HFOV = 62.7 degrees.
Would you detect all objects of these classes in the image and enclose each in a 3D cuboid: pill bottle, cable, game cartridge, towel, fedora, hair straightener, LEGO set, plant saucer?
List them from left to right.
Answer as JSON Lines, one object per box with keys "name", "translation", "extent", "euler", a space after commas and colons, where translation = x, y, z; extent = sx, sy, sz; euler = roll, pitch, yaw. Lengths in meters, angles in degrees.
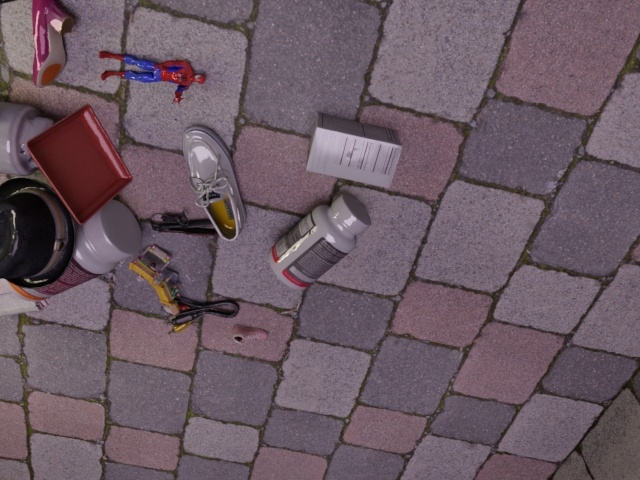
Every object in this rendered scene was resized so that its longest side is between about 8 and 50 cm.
{"name": "towel", "translation": [-1.108, 0.130, 1.754], "extent": [0.332, 0.053, 0.317], "euler": [-9, 124, 33]}
{"name": "fedora", "translation": [-0.857, -0.008, 1.463], "extent": [0.334, 0.152, 0.334], "euler": [2, 101, 11]}
{"name": "pill bottle", "translation": [-0.780, 0.028, 1.651], "extent": [0.392, 0.224, 0.224], "euler": [-21, 119, 15]}
{"name": "plant saucer", "translation": [-0.682, -0.215, 1.487], "extent": [0.048, 0.259, 0.258], "euler": [-6, 124, 26]}
{"name": "LEGO set", "translation": [-0.543, 0.119, 1.778], "extent": [0.132, 0.107, 0.287], "euler": [-18, 119, 48]}
{"name": "game cartridge", "translation": [-0.531, 0.137, 1.836], "extent": [0.056, 0.017, 0.083], "euler": [29, 119, -12]}
{"name": "hair straightener", "translation": [-0.449, -0.064, 1.697], "extent": [0.230, 0.047, 0.089], "euler": [5, 122, 3]}
{"name": "cable", "translation": [-0.442, 0.245, 1.896], "extent": [0.287, 0.072, 0.139], "euler": [-17, 104, -3]}
{"name": "pill bottle", "translation": [0.000, 0.000, 1.644], "extent": [0.176, 0.176, 0.318], "euler": [40, 115, -21]}

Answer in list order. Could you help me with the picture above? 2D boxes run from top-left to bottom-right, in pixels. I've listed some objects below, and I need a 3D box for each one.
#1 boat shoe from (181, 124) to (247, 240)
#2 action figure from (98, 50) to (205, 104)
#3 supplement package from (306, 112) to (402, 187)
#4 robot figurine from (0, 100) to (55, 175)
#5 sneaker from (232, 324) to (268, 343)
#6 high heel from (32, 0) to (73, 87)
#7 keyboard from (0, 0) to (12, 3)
{"name": "boat shoe", "translation": [-0.323, -0.152, 1.566], "extent": [0.136, 0.156, 0.367], "euler": [-10, 122, 7]}
{"name": "action figure", "translation": [-0.454, -0.439, 1.406], "extent": [0.280, 0.139, 0.091], "euler": [5, 123, -5]}
{"name": "supplement package", "translation": [0.093, -0.258, 1.501], "extent": [0.244, 0.139, 0.134], "euler": [12, 120, -6]}
{"name": "robot figurine", "translation": [-0.919, -0.292, 1.464], "extent": [0.353, 0.199, 0.300], "euler": [7, 154, -3]}
{"name": "sneaker", "translation": [-0.262, 0.357, 1.937], "extent": [0.134, 0.070, 0.051], "euler": [14, 119, -9]}
{"name": "high heel", "translation": [-0.743, -0.530, 1.396], "extent": [0.117, 0.082, 0.244], "euler": [42, 127, 3]}
{"name": "keyboard", "translation": [-0.822, -0.663, 1.335], "extent": [0.180, 0.023, 0.108], "euler": [-9, 128, 6]}
